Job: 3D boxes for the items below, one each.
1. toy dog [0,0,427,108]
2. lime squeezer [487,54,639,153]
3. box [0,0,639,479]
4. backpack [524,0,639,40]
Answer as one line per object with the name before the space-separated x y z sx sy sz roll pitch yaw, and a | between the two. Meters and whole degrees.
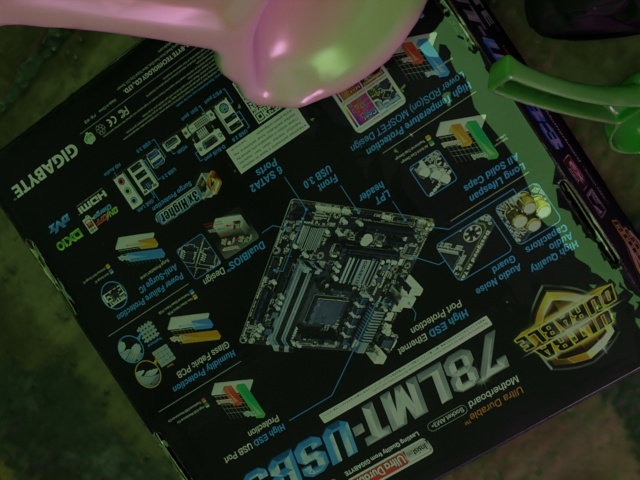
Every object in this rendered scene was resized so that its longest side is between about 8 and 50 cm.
toy dog | -0.108 -0.316 0.633 0.395 0.285 0.408 -59 44 47
lime squeezer | 0.201 -0.025 0.749 0.310 0.110 0.059 39 113 -25
box | 0.000 0.000 0.817 0.295 0.073 0.293 -34 93 24
backpack | 0.163 -0.196 0.718 0.152 0.115 0.182 -2 92 27
